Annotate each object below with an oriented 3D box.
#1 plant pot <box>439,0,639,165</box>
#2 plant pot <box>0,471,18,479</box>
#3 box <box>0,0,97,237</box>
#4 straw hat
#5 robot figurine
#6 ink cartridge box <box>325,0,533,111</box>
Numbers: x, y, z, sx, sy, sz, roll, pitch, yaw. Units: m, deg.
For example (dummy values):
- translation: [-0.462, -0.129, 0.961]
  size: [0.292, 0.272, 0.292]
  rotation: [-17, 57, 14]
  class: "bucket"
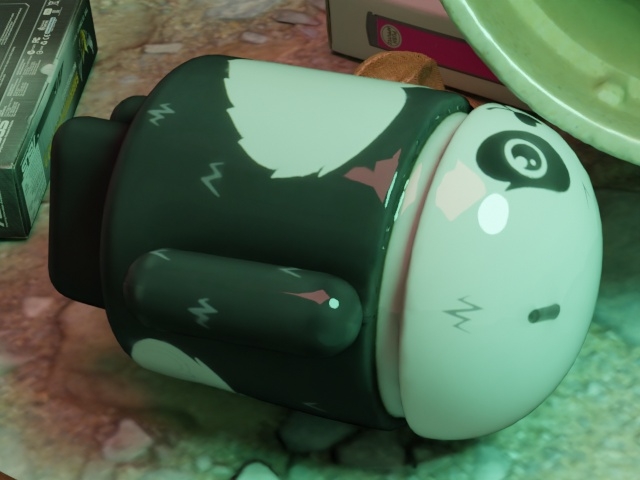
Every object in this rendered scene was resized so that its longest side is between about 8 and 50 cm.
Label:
- translation: [0.227, -0.224, 0.798]
  size: [0.333, 0.334, 0.305]
  rotation: [5, 15, 12]
  class: "plant pot"
- translation: [-0.085, 0.237, 0.392]
  size: [0.235, 0.267, 0.267]
  rotation: [13, 39, 4]
  class: "plant pot"
- translation: [-0.260, -0.089, 0.987]
  size: [0.183, 0.056, 0.231]
  rotation: [-1, 37, 5]
  class: "box"
- translation: [0.048, -0.086, 0.949]
  size: [0.144, 0.061, 0.144]
  rotation: [-3, 37, 2]
  class: "straw hat"
- translation: [0.001, -0.003, 0.748]
  size: [0.278, 0.173, 0.209]
  rotation: [12, 59, 21]
  class: "robot figurine"
- translation: [0.201, -0.146, 1.011]
  size: [0.371, 0.069, 0.176]
  rotation: [19, 42, 32]
  class: "ink cartridge box"
